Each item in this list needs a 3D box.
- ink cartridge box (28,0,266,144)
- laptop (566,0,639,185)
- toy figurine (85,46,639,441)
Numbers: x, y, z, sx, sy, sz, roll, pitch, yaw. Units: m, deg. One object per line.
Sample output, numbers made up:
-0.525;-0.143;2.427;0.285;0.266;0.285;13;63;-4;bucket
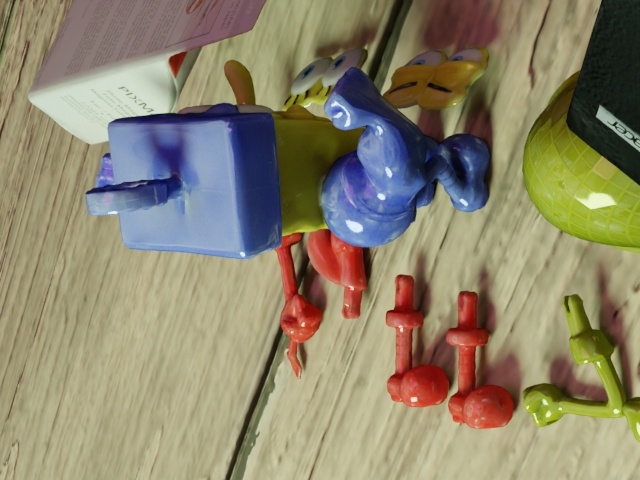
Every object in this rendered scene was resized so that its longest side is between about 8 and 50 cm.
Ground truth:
-0.052;-0.155;0.991;0.232;0.066;0.189;-3;58;50;ink cartridge box
0.240;-0.086;0.648;0.234;0.136;0.264;41;100;19;laptop
0.000;0.000;0.862;0.362;0.217;0.191;8;97;53;toy figurine
